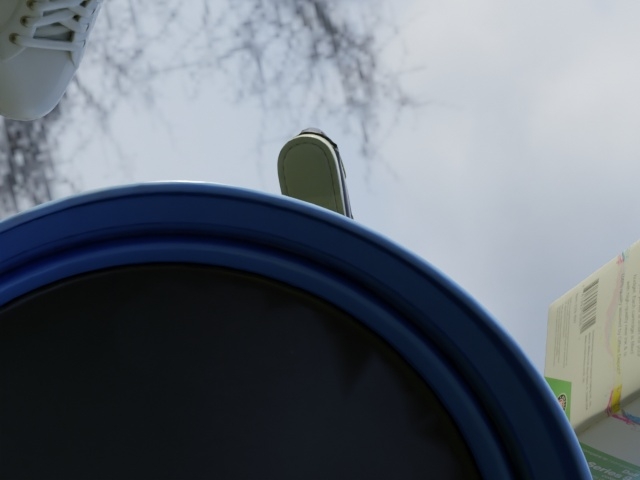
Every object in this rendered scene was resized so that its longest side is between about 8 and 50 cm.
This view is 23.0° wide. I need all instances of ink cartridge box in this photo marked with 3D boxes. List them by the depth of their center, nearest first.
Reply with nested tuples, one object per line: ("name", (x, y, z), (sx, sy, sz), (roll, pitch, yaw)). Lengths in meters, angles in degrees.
("ink cartridge box", (0.270, 0.083, 1.238), (0.212, 0.093, 0.154), (-47, -154, 49))

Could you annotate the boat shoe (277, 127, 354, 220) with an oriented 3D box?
("boat shoe", (0.000, 0.000, 1.590), (0.069, 0.081, 0.228), (-64, 152, -73))

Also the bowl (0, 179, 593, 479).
("bowl", (-0.064, 0.171, 0.712), (0.077, 0.391, 0.391), (154, -80, -76))

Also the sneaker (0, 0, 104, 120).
("sneaker", (-0.196, -0.211, 1.178), (0.123, 0.106, 0.290), (42, -55, 46))
